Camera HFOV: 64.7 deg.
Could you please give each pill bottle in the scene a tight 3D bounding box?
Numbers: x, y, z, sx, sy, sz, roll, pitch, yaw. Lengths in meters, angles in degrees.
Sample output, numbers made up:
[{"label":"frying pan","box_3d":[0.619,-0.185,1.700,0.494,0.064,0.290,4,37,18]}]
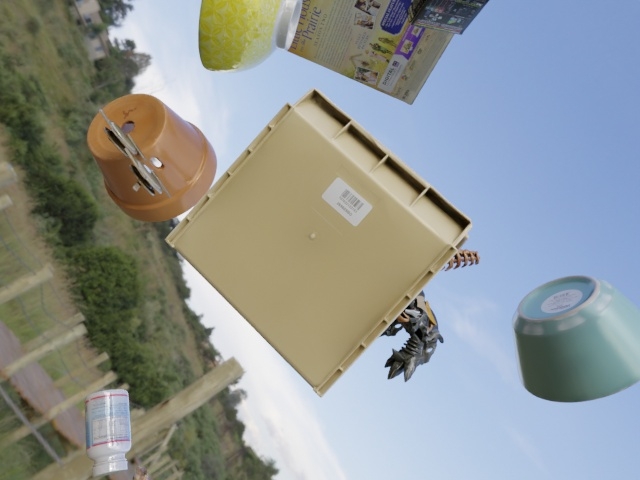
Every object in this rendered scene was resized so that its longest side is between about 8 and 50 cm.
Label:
[{"label":"pill bottle","box_3d":[-0.443,0.401,1.057,0.087,0.087,0.160,109,-29,-62]}]

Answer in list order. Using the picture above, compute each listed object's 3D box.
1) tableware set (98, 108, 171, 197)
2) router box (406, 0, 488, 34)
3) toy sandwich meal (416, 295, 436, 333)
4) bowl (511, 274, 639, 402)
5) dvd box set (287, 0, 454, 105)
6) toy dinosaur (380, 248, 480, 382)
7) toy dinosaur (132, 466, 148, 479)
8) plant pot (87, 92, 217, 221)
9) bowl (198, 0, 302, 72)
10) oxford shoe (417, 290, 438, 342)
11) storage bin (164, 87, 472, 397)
[{"label":"tableware set","box_3d":[-0.392,-0.165,1.038,0.194,0.039,0.128,53,-2,15]},{"label":"router box","box_3d":[0.237,-0.438,0.943,0.092,0.122,0.038,132,-46,-58]},{"label":"toy sandwich meal","box_3d":[0.191,0.147,0.987,0.086,0.085,0.029,59,-32,5]},{"label":"bowl","box_3d":[0.554,0.190,1.117,0.163,0.311,0.311,59,-21,-8]},{"label":"dvd box set","box_3d":[0.118,-0.556,1.314,0.420,0.062,0.308,21,-36,-5]},{"label":"toy dinosaur","box_3d":[0.113,0.089,0.818,0.164,0.321,0.219,-86,163,-66]},{"label":"toy dinosaur","box_3d":[-0.352,0.494,0.853,0.064,0.112,0.212,115,-14,-64]},{"label":"plant pot","box_3d":[-0.428,-0.218,1.246,0.291,0.290,0.203,50,-8,27]},{"label":"bowl","box_3d":[-0.127,-0.473,1.045,0.156,0.290,0.289,18,-26,-2]},{"label":"oxford shoe","box_3d":[0.200,0.168,1.108,0.076,0.076,0.212,-54,-158,26]},{"label":"storage bin","box_3d":[0.000,0.000,0.621,0.262,0.260,0.123,43,3,11]}]
